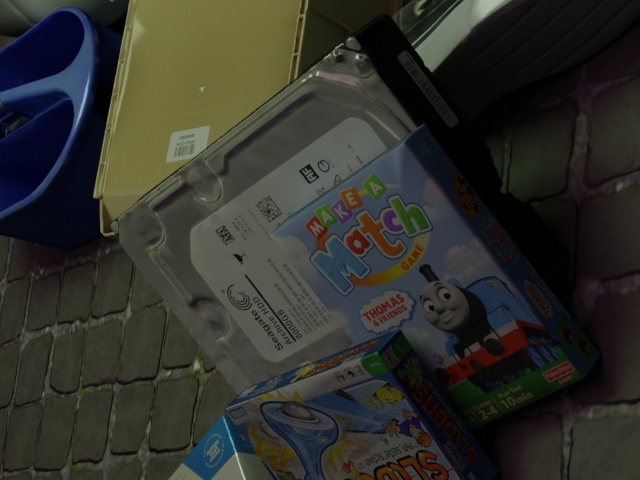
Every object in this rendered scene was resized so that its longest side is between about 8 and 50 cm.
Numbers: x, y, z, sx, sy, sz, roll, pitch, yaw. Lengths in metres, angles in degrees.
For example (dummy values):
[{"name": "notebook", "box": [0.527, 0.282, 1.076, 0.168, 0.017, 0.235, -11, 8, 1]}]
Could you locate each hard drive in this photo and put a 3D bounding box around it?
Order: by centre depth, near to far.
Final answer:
[{"name": "hard drive", "box": [0.000, 0.000, 1.190, 0.339, 0.237, 0.064, -32, 7, 43]}]

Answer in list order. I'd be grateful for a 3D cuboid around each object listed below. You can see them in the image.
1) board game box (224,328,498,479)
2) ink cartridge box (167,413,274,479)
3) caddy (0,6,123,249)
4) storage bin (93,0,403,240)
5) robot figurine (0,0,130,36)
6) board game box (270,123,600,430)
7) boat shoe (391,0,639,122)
[{"name": "board game box", "box": [0.027, 0.156, 1.157, 0.201, 0.136, 0.035, -27, 11, 48]}, {"name": "ink cartridge box", "box": [-0.060, 0.281, 1.260, 0.134, 0.078, 0.231, -52, 40, 27]}, {"name": "caddy", "box": [-0.321, -0.127, 1.716, 0.341, 0.179, 0.241, -22, 57, 48]}, {"name": "storage bin", "box": [-0.072, -0.124, 1.388, 0.262, 0.123, 0.260, -5, 71, 42]}, {"name": "robot figurine", "box": [-0.341, -0.355, 1.826, 0.353, 0.200, 0.300, 11, 121, 55]}, {"name": "board game box", "box": [0.081, 0.039, 1.090, 0.160, 0.211, 0.039, -34, 6, 42]}, {"name": "boat shoe", "box": [0.127, -0.183, 1.175, 0.335, 0.121, 0.119, -31, 56, 46]}]
